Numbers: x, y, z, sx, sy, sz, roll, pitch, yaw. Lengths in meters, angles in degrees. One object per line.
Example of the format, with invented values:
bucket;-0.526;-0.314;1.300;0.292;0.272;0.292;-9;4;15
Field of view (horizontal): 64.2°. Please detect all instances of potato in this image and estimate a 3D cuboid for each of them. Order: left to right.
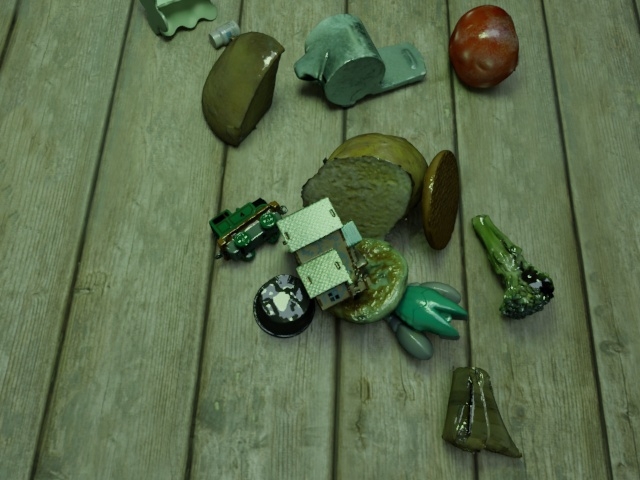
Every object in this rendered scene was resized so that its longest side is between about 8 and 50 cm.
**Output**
potato;-0.239;-0.425;1.358;0.211;0.264;0.189;37;62;2
potato;0.129;-0.170;1.319;0.288;0.301;0.237;28;47;-8

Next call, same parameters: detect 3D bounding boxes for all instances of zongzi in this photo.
zongzi;0.394;0.405;1.202;0.197;0.099;0.195;17;69;-11

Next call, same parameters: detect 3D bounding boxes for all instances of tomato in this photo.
tomato;0.475;-0.567;1.500;0.188;0.232;0.232;-17;71;12

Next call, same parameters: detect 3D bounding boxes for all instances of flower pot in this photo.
flower pot;-0.085;0.151;1.240;0.157;0.107;0.158;2;70;-6

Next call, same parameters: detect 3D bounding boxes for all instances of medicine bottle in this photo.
medicine bottle;-0.287;-0.617;1.527;0.089;0.052;0.052;-34;77;-16

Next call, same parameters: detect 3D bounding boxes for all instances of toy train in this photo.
toy train;-0.190;-0.036;1.307;0.227;0.091;0.136;-39;68;-17

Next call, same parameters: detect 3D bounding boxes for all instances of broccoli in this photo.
broccoli;0.480;0.057;1.323;0.145;0.165;0.304;-31;58;17

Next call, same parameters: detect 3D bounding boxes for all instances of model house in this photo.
model house;0.000;0.000;1.185;0.178;0.206;0.271;-26;34;0

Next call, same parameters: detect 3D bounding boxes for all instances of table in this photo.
table;-0.412;-0.712;1.504;0.198;0.166;0.166;-33;76;-24

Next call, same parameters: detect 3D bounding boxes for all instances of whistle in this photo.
whistle;0.122;-0.508;1.487;0.404;0.188;0.168;-2;60;-41

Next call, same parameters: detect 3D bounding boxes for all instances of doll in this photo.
doll;0.244;0.158;1.263;0.195;0.153;0.258;-39;60;2

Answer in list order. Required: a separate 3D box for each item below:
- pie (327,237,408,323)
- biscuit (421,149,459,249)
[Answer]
pie;0.104;0.099;1.250;0.240;0.054;0.241;-17;48;19
biscuit;0.308;-0.103;1.307;0.037;0.262;0.262;7;66;29
